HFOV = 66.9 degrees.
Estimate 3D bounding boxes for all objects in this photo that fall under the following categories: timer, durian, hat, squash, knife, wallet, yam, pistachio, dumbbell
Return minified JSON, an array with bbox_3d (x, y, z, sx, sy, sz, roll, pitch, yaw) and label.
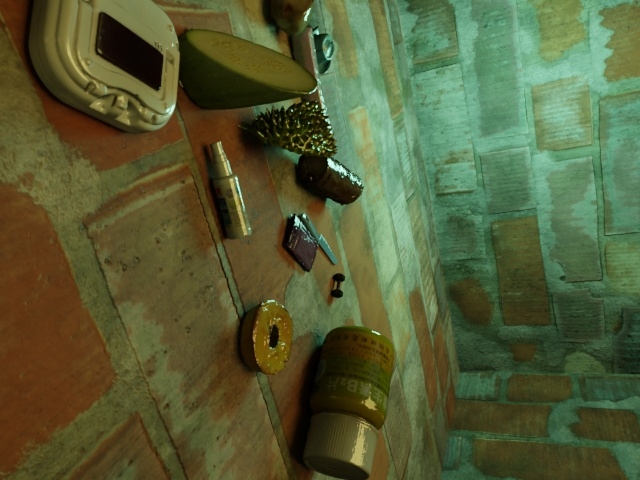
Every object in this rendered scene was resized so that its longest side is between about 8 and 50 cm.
[{"bbox_3d":[-0.338,-0.317,0.808,0.262,0.087,0.237,20,67,-63],"label":"timer"},{"bbox_3d":[-0.055,-0.282,1.315,0.352,0.169,0.158,-26,98,-67],"label":"durian"},{"bbox_3d":[0.006,-0.655,1.646,0.138,0.078,0.191,60,34,-39],"label":"hat"},{"bbox_3d":[-0.152,-0.380,1.024,0.189,0.260,0.189,13,75,-63],"label":"squash"},{"bbox_3d":[0.000,0.000,1.571,0.313,0.019,0.044,56,34,-50],"label":"knife"},{"bbox_3d":[-0.054,0.010,1.426,0.166,0.030,0.111,52,39,-50],"label":"wallet"},{"bbox_3d":[0.031,-0.196,1.552,0.280,0.131,0.131,18,68,-62],"label":"yam"},{"bbox_3d":[-0.080,-0.687,1.407,0.129,0.131,0.206,66,25,-51],"label":"pistachio"},{"bbox_3d":[0.061,0.152,1.641,0.040,0.036,0.083,47,44,-50],"label":"dumbbell"}]

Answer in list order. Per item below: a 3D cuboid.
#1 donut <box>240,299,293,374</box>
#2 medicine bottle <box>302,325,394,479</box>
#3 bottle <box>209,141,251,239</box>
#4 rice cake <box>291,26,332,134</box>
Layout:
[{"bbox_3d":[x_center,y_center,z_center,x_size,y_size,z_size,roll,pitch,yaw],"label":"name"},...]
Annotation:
[{"bbox_3d":[-0.134,0.234,1.168,0.162,0.065,0.178,57,37,-37],"label":"donut"},{"bbox_3d":[0.081,0.460,1.397,0.224,0.224,0.384,60,34,-42],"label":"medicine bottle"},{"bbox_3d":[-0.206,-0.112,1.086,0.060,0.060,0.217,-40,122,-61],"label":"bottle"},{"bbox_3d":[-0.029,-0.488,1.549,0.056,0.073,0.365,-46,128,-62],"label":"rice cake"}]
